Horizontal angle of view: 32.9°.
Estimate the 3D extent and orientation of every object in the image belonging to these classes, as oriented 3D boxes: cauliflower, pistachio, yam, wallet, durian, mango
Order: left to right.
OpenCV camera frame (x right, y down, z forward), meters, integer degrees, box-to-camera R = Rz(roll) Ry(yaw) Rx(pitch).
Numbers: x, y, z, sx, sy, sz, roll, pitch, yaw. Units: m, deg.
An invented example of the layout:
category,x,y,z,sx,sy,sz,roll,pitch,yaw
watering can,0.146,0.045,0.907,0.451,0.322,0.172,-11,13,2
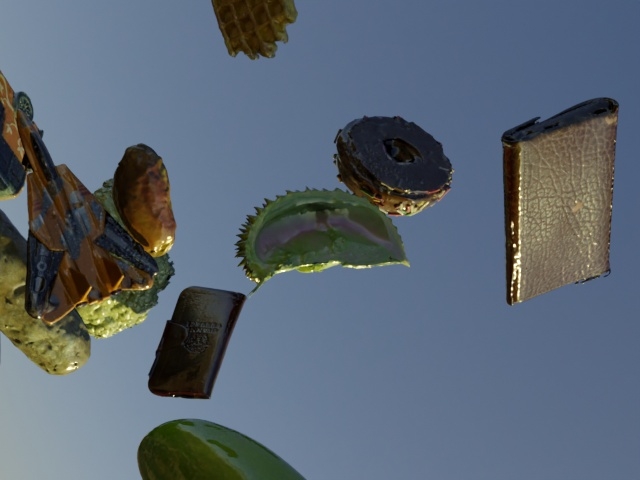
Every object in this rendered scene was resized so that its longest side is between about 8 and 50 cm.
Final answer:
category,x,y,z,sx,sy,sz,roll,pitch,yaw
yam,-0.473,0.074,1.659,0.330,0.133,0.133,54,-20,-17
cauliflower,-0.407,0.033,2.067,0.250,0.275,0.272,-117,-179,-72
pistachio,-0.267,-0.055,1.599,0.089,0.049,0.173,-5,-79,22
wallet,-0.235,0.189,2.025,0.031,0.137,0.255,84,16,-44
mango,-0.090,0.334,1.251,0.343,0.156,0.192,39,-72,28
durian,-0.008,-0.004,2.085,0.169,0.355,0.157,50,-38,48
wallet,0.259,-0.038,1.187,0.039,0.133,0.243,-121,-165,-47

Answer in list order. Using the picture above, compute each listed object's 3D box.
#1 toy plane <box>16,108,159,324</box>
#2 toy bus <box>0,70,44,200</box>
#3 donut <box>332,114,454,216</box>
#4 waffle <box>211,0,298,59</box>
category,x,y,z,sx,sy,sz,roll,pitch,yaw
toy plane,-0.385,-0.045,1.587,0.316,0.204,0.103,60,-31,17
toy bus,-0.587,-0.215,1.705,0.323,0.162,0.194,67,21,-48
donut,0.151,-0.159,2.301,0.270,0.269,0.103,58,-39,29
waffle,-0.126,-0.452,2.121,0.160,0.055,0.211,-25,-104,25
